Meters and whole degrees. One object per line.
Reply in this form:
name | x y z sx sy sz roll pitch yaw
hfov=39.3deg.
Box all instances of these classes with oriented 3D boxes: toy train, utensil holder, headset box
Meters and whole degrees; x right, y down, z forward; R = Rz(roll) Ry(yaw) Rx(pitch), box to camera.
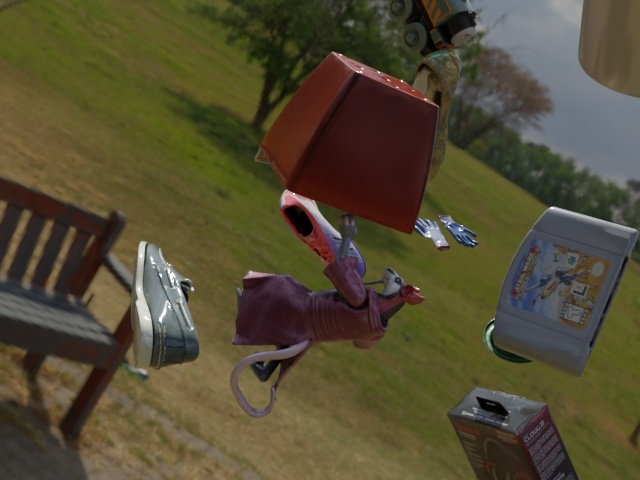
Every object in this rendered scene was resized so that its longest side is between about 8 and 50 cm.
toy train | 0.264 -0.607 2.209 0.142 0.190 0.334 -12 76 -46
utensil holder | 0.632 -0.487 1.579 0.327 0.327 0.386 36 -36 38
headset box | 0.420 0.456 1.952 0.218 0.110 0.293 5 -55 55

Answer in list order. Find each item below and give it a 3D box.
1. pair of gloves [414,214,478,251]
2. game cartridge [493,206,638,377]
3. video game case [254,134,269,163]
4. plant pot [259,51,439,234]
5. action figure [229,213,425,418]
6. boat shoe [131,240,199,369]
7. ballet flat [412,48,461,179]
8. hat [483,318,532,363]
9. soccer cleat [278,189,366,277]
pair of gloves | 0.366 -0.022 2.628 0.198 0.023 0.159 -4 38 -32
game cartridge | 0.447 0.087 1.678 0.198 0.297 0.062 20 -12 27
video game case | -0.092 -0.197 1.984 0.087 0.011 0.122 9 -22 -14
plant pot | 0.073 -0.199 1.685 0.267 0.236 0.267 19 17 -22
action figure | 0.007 0.134 1.633 0.248 0.370 0.276 61 30 -30
boat shoe | -0.256 0.103 1.459 0.099 0.116 0.319 4 26 -15
ballet flat | 0.255 -0.300 2.198 0.123 0.349 0.123 7 33 -4
hat | 0.522 0.182 2.303 0.172 0.184 0.208 16 39 18
soccer cleat | 0.000 0.000 2.389 0.318 0.108 0.116 50 23 -13
